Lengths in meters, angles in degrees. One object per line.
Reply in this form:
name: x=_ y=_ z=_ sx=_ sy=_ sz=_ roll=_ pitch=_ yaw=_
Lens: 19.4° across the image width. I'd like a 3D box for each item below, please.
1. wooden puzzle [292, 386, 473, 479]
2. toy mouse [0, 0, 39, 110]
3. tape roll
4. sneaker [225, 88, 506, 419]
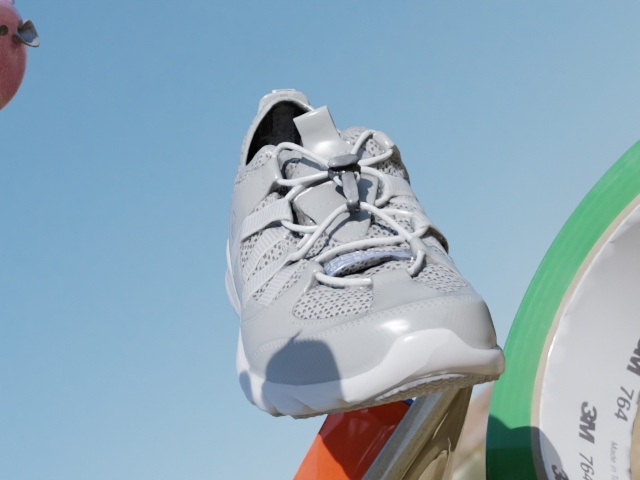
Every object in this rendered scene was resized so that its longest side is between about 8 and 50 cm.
wooden puzzle: x=-0.021 y=0.229 z=1.031 sx=0.348 sy=0.080 sz=0.322 roll=-58 pitch=-14 yaw=-31
toy mouse: x=-0.116 y=-0.095 z=0.587 sx=0.031 sy=0.161 sz=0.143 roll=-22 pitch=9 yaw=-32
tape roll: x=0.220 y=0.067 z=1.012 sx=0.321 sy=0.077 sz=0.321 roll=-43 pitch=31 yaw=34
sneaker: x=0.000 y=0.000 z=0.847 sx=0.105 sy=0.115 sz=0.281 roll=-10 pitch=16 yaw=-14
